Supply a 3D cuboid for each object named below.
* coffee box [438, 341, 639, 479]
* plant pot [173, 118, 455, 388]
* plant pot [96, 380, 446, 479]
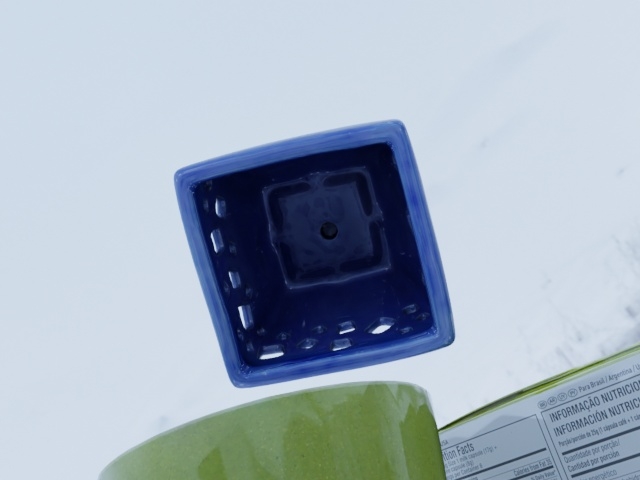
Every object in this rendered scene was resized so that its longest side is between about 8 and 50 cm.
[{"bbox_3d":[0.364,0.258,0.968,0.338,0.334,0.338,-7,160,-47],"label":"coffee box"},{"bbox_3d":[0.000,0.000,1.070,0.236,0.235,0.212,-13,-170,5],"label":"plant pot"},{"bbox_3d":[-0.004,0.292,0.757,0.275,0.293,0.275,-14,157,-6],"label":"plant pot"}]
